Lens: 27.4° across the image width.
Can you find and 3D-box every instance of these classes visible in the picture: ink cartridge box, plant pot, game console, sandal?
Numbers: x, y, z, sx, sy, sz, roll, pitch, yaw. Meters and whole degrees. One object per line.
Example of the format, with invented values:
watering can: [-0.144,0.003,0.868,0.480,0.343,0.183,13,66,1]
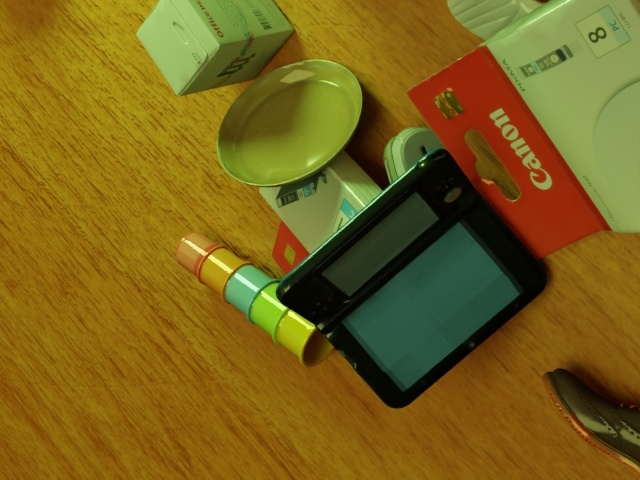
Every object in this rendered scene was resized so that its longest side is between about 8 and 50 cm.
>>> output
ink cartridge box: [0.000,0.000,1.968,0.296,0.066,0.261,50,131,43]
plant pot: [-0.042,-0.168,1.945,0.236,0.236,0.032,14,153,36]
game console: [0.128,0.059,1.748,0.293,0.250,0.173,-42,66,4]
ink cartridge box: [-0.160,-0.315,1.989,0.127,0.176,0.128,-44,75,39]
sandal: [0.290,-0.274,1.693,0.265,0.076,0.102,36,132,8]
ink cartridge box: [0.314,-0.135,1.658,0.385,0.091,0.308,-28,103,41]

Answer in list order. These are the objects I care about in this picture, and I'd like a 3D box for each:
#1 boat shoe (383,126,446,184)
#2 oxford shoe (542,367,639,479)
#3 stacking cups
boat shoe: [0.171,-0.018,1.879,0.094,0.109,0.302,180,73,-74]
oxford shoe: [0.420,0.251,1.765,0.271,0.097,0.098,41,106,17]
stacking cups: [-0.111,0.091,2.141,0.316,0.096,0.096,31,122,32]
